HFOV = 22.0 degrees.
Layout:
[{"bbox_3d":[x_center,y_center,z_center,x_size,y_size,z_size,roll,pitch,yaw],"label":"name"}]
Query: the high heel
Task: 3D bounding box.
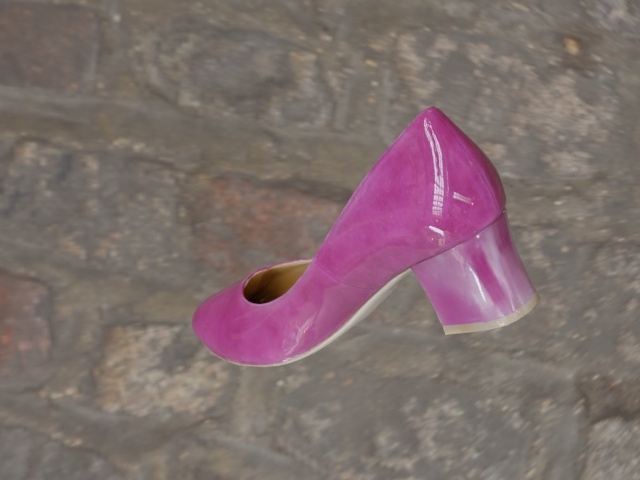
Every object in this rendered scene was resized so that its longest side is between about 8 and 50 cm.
[{"bbox_3d":[0.000,0.000,0.886,0.244,0.082,0.117,-7,114,49],"label":"high heel"}]
